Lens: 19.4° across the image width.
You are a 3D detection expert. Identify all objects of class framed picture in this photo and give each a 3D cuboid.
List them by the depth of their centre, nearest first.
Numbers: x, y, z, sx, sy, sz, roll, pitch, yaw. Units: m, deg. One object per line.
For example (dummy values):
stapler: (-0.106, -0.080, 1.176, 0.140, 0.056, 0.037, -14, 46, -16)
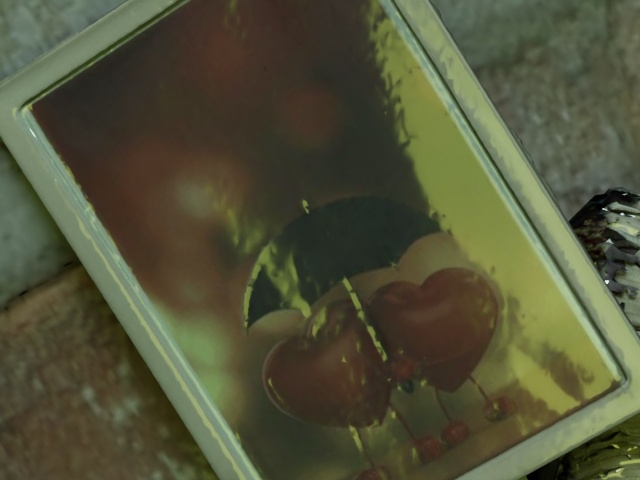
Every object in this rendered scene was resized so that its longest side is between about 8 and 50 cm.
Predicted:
framed picture: (0.000, 0.000, 0.883, 0.211, 0.020, 0.289, -31, 93, 14)

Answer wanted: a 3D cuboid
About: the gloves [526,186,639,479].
gloves: (0.259, 0.065, 0.919, 0.312, 0.135, 0.210, 11, 89, 13)
